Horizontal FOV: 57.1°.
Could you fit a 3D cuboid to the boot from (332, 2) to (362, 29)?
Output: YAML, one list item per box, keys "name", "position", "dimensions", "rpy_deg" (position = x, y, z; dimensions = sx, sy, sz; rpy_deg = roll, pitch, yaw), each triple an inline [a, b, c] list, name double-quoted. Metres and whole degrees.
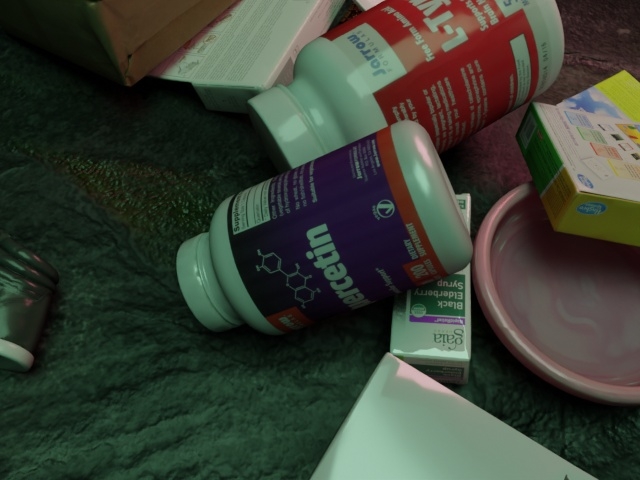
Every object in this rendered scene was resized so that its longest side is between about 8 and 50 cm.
- name: "boot"
  position: [0.059, -0.389, 1.037]
  dimensions: [0.059, 0.084, 0.158]
  rpy_deg: [33, 63, 11]

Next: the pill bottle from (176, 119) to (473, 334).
- name: "pill bottle"
  position: [0.000, 0.000, 0.694]
  dimensions: [0.323, 0.181, 0.181]
  rpy_deg: [-22, 60, 16]

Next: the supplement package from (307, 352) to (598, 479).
- name: "supplement package"
  position: [0.075, 0.274, 0.545]
  dimensions: [0.198, 0.262, 0.199]
  rpy_deg: [31, 61, 11]

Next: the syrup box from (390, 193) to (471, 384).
- name: "syrup box"
  position: [0.147, 0.060, 0.767]
  dimensions: [0.093, 0.096, 0.236]
  rpy_deg: [2, 58, 12]

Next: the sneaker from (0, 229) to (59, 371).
- name: "sneaker"
  position: [-0.462, 0.046, 0.716]
  dimensions: [0.296, 0.104, 0.146]
  rpy_deg: [19, 58, -2]

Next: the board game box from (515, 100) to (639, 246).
- name: "board game box"
  position: [0.452, -0.081, 0.806]
  dimensions: [0.317, 0.064, 0.242]
  rpy_deg: [10, 39, -4]

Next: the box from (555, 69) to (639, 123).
- name: "box"
  position: [0.492, -0.217, 1.007]
  dimensions: [0.178, 0.042, 0.109]
  rpy_deg: [-28, 66, -20]

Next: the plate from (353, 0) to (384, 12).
- name: "plate"
  position: [0.212, -0.392, 1.034]
  dimensions: [0.278, 0.045, 0.277]
  rpy_deg: [47, 64, -6]

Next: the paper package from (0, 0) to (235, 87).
- name: "paper package"
  position: [-0.334, -0.432, 0.934]
  dimensions: [0.325, 0.168, 0.309]
  rpy_deg: [26, 60, 24]

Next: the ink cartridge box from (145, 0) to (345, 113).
- name: "ink cartridge box"
  position: [-0.129, -0.345, 0.987]
  dimensions: [0.261, 0.066, 0.296]
  rpy_deg: [13, 61, 27]

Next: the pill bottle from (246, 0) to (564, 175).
- name: "pill bottle"
  position: [0.112, -0.219, 0.837]
  dimensions: [0.408, 0.229, 0.229]
  rpy_deg: [-31, 67, -7]

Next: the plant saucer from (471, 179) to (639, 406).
- name: "plant saucer"
  position: [0.363, 0.065, 0.804]
  dimensions: [0.332, 0.084, 0.332]
  rpy_deg: [3, 60, -5]
